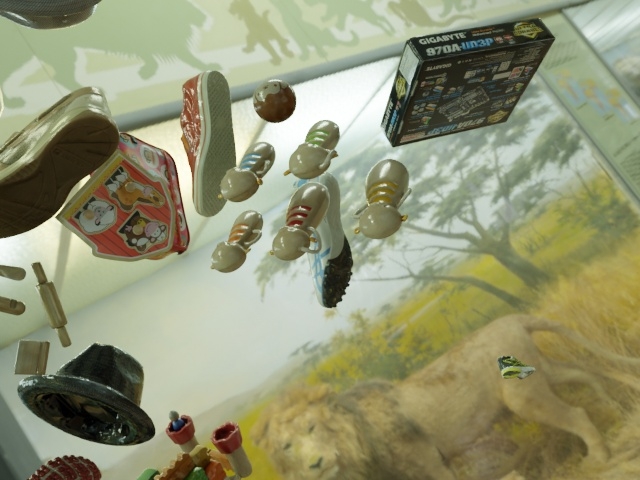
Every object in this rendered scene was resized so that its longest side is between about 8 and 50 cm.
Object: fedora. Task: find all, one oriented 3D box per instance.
[{"bbox_3d":[-0.495,0.331,1.229,0.334,0.334,0.152,-41,27,44],"label":"fedora"},{"bbox_3d":[-0.494,-0.452,0.939,0.276,0.243,0.124,-17,-14,-25],"label":"fedora"}]

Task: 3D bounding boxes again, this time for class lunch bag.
[{"bbox_3d":[-0.430,-0.098,1.353,0.120,0.293,0.258,-21,-18,20],"label":"lunch bag"}]

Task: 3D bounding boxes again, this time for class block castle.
[{"bbox_3d":[-0.427,0.671,1.482,0.303,0.212,0.453,-8,22,38],"label":"block castle"}]

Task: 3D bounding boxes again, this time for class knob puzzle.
[{"bbox_3d":[-0.353,-0.046,1.020,0.213,0.213,0.030,-32,13,-27],"label":"knob puzzle"}]

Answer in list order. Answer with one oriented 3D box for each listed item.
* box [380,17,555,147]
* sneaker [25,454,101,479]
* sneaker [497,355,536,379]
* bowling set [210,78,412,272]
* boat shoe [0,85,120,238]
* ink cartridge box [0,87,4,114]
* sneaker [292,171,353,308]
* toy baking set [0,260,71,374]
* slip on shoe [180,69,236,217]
[{"bbox_3d":[0.214,-0.233,0.824,0.220,0.051,0.175,-15,-27,-16],"label":"box"},{"bbox_3d":[-0.542,0.494,1.065,0.225,0.088,0.092,-10,-49,-39],"label":"sneaker"},{"bbox_3d":[0.318,0.203,0.890,0.083,0.035,0.031,14,-47,-39],"label":"sneaker"},{"bbox_3d":[-0.051,-0.078,0.666,0.287,0.199,0.154,-20,25,23],"label":"bowling set"},{"bbox_3d":[-0.476,-0.123,0.921,0.341,0.110,0.122,-33,-34,11],"label":"boat shoe"},{"bbox_3d":[-0.848,-0.313,1.174,0.297,0.066,0.261,16,-29,-18],"label":"ink cartridge box"},{"bbox_3d":[0.000,0.000,0.958,0.086,0.237,0.085,-9,-4,38],"label":"sneaker"},{"bbox_3d":[-0.533,0.120,0.917,0.030,0.256,0.197,-7,9,42],"label":"toy baking set"},{"bbox_3d":[-0.265,-0.218,1.261,0.101,0.331,0.123,-1,3,31],"label":"slip on shoe"}]
